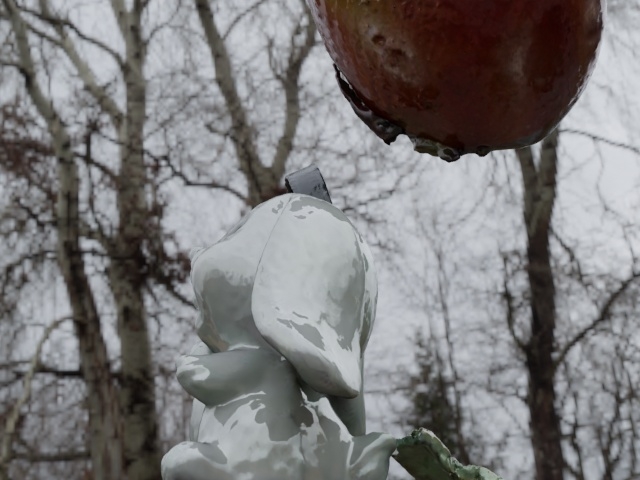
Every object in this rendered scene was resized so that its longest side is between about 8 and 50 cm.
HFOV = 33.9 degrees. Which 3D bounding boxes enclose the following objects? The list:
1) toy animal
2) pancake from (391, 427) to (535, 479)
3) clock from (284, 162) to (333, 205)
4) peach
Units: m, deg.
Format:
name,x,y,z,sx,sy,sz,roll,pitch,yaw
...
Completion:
name,x,y,z,sx,sy,sz,roll,pitch,yaw
toy animal,-0.027,0.103,0.844,0.174,0.289,0.249,1,-2,-1
pancake,0.240,0.265,0.803,0.427,0.067,0.304,20,-27,49
clock,0.000,0.000,1.261,0.040,0.184,0.184,-16,-23,-5
peach,0.162,-0.305,1.287,0.339,0.416,0.353,-33,10,-9
